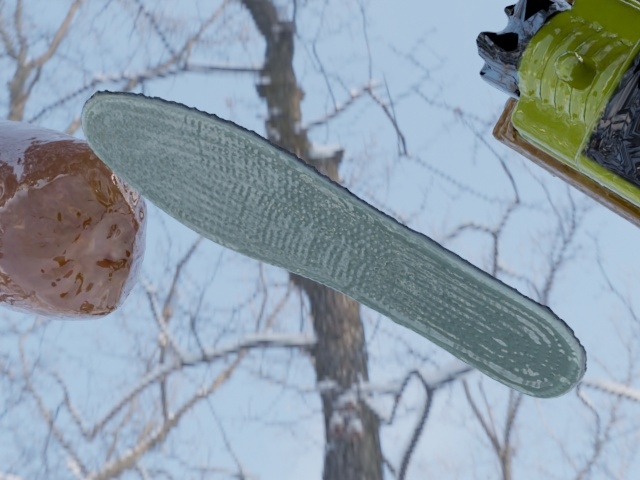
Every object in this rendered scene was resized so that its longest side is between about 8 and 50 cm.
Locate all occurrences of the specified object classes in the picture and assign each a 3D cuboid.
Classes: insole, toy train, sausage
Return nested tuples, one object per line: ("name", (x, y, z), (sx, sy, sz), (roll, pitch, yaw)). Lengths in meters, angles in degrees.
("insole", (0.000, 0.000, 0.434), (0.152, 0.002, 0.053), (29, -35, 12))
("toy train", (0.136, -0.046, 0.640), (0.127, 0.219, 0.089), (20, -76, -43))
("sausage", (-0.195, -0.018, 1.018), (0.113, 0.259, 0.114), (-7, -79, -37))
